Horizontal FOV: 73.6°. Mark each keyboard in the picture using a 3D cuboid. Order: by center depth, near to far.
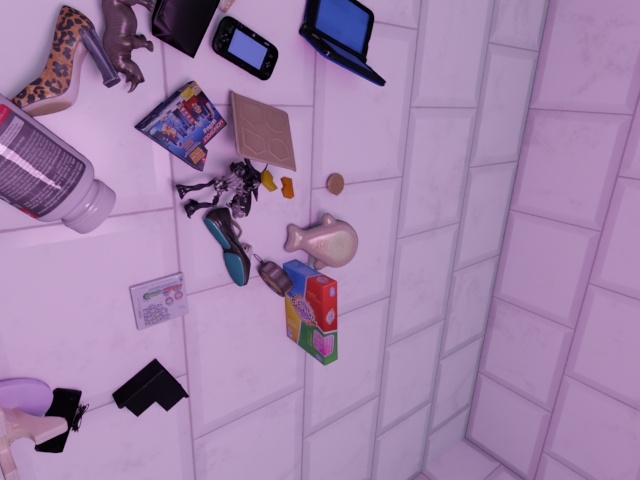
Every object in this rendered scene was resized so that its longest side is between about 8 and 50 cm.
[{"bbox_3d":[-0.720,0.503,1.201,0.100,0.038,0.192,19,95,-20],"label":"keyboard"}]

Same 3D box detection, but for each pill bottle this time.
[{"bbox_3d":[-0.615,-0.150,0.922,0.176,0.176,0.318,-54,137,-11],"label":"pill bottle"}]

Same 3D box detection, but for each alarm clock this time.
[{"bbox_3d":[-0.163,0.115,1.464,0.064,0.129,0.192,-47,110,-19],"label":"alarm clock"}]

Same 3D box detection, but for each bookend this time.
[{"bbox_3d":[-0.522,0.480,1.326,0.156,0.072,0.157,-41,129,-21],"label":"bookend"}]

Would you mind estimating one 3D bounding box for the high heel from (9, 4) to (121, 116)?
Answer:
[{"bbox_3d":[-0.603,-0.388,0.938,0.261,0.093,0.186,-29,98,-12],"label":"high heel"}]

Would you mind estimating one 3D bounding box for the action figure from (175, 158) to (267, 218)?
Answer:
[{"bbox_3d":[-0.259,-0.143,1.227,0.275,0.141,0.164,-21,132,-14],"label":"action figure"}]

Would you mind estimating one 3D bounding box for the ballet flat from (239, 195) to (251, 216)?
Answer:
[{"bbox_3d":[-0.247,-0.157,1.345,0.057,0.049,0.173,-68,158,-63],"label":"ballet flat"}]

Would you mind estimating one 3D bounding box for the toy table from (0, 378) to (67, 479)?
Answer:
[{"bbox_3d":[-0.774,0.464,1.020,0.274,0.160,0.252,-29,131,-37],"label":"toy table"}]

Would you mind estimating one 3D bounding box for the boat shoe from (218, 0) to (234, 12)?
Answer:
[{"bbox_3d":[-0.229,-0.671,1.151,0.135,0.050,0.045,-46,135,-4],"label":"boat shoe"}]

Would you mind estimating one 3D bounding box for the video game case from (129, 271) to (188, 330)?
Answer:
[{"bbox_3d":[-0.479,0.181,1.283,0.157,0.019,0.143,-17,117,-36],"label":"video game case"}]

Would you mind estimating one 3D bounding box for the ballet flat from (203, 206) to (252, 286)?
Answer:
[{"bbox_3d":[-0.269,0.017,1.355,0.096,0.095,0.281,-43,131,-35],"label":"ballet flat"}]

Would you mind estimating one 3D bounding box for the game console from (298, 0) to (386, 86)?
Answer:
[{"bbox_3d":[0.097,-0.660,1.359,0.293,0.250,0.173,7,129,-42],"label":"game console"}]

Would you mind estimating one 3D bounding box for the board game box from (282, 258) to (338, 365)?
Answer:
[{"bbox_3d":[-0.038,0.254,1.543,0.064,0.242,0.317,-17,116,-35],"label":"board game box"}]

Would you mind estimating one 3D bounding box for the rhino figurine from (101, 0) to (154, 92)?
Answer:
[{"bbox_3d":[-0.458,-0.476,1.009,0.106,0.073,0.244,-10,114,-42],"label":"rhino figurine"}]

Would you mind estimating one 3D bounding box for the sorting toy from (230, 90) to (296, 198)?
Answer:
[{"bbox_3d":[-0.165,-0.275,1.265,0.229,0.041,0.307,10,63,-44],"label":"sorting toy"}]

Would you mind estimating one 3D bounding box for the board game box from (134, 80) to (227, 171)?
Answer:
[{"bbox_3d":[-0.361,-0.296,1.171,0.194,0.060,0.194,-49,132,-15],"label":"board game box"}]

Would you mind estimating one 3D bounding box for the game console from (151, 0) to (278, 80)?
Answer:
[{"bbox_3d":[-0.254,-0.563,1.140,0.361,0.044,0.213,16,111,-45],"label":"game console"}]

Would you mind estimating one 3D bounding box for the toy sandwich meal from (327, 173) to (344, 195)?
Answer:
[{"bbox_3d":[0.055,-0.210,1.589,0.085,0.029,0.086,-12,112,-33],"label":"toy sandwich meal"}]

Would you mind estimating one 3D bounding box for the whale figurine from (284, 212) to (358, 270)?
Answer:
[{"bbox_3d":[0.000,0.000,1.574,0.271,0.141,0.216,5,104,-17],"label":"whale figurine"}]
